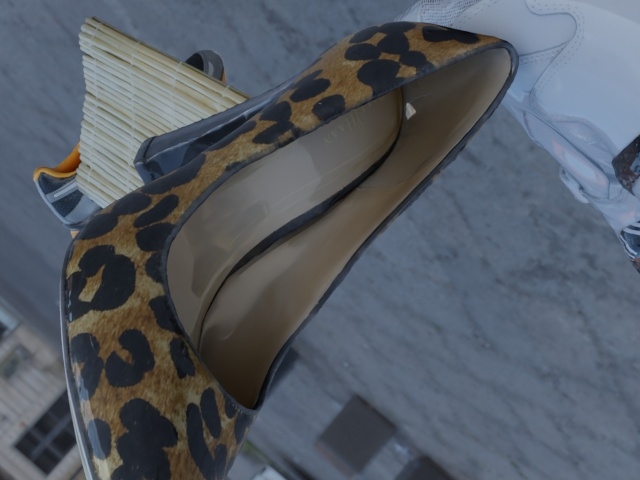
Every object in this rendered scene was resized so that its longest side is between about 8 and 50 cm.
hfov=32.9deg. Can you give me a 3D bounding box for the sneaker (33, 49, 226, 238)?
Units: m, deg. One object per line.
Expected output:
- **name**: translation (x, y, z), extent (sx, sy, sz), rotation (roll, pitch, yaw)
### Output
- **sneaker**: translation (-0.167, -0.097, 0.973), extent (0.083, 0.215, 0.084), rotation (45, 166, -25)

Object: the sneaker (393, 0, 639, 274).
- **sneaker**: translation (0.169, -0.092, 0.613), extent (0.210, 0.137, 0.366), rotation (43, -176, 15)

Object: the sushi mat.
- **sushi mat**: translation (-0.109, -0.057, 0.789), extent (0.316, 0.019, 0.152), rotation (32, 125, 47)

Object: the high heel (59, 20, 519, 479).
- **high heel**: translation (0.000, 0.000, 0.428), extent (0.261, 0.186, 0.093), rotation (-90, -24, -52)
